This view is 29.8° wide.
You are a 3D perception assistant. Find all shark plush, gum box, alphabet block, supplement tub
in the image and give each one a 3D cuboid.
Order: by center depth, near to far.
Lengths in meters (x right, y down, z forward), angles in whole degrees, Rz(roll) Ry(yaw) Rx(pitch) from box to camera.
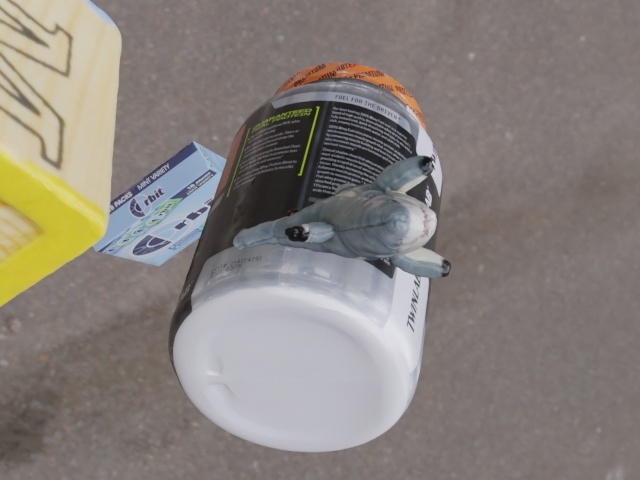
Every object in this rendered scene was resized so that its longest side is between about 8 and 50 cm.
[{"bbox_3d":[0.007,-0.015,0.728,0.067,0.161,0.073,-17,111,-47],"label":"shark plush"},{"bbox_3d":[-0.253,-0.077,0.736,0.193,0.192,0.197,38,31,-36],"label":"alphabet block"},{"bbox_3d":[0.000,0.000,0.998,0.316,0.193,0.194,-77,155,-47],"label":"supplement tub"},{"bbox_3d":[-0.166,-0.037,1.367,0.157,0.041,0.184,-35,166,7],"label":"gum box"}]
